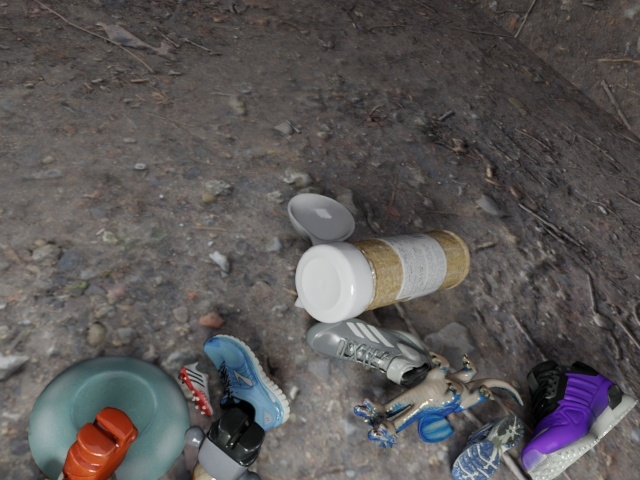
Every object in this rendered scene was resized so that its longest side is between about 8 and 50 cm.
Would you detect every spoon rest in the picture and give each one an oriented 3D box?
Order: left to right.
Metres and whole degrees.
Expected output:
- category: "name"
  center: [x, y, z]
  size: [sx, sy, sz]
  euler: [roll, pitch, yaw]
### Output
- category: "spoon rest"
  center: [0.000, 0.000, 1.031]
  size: [0.137, 0.084, 0.276]
  euler: [15, 42, -11]

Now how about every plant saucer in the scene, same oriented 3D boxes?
- category: "plant saucer"
  center: [-0.261, 0.219, 0.709]
  size: [0.195, 0.037, 0.195]
  euler: [14, 41, -13]

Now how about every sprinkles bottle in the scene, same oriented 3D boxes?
- category: "sprinkles bottle"
  center: [0.121, 0.050, 0.956]
  size: [0.355, 0.121, 0.121]
  euler: [-7, 49, -47]

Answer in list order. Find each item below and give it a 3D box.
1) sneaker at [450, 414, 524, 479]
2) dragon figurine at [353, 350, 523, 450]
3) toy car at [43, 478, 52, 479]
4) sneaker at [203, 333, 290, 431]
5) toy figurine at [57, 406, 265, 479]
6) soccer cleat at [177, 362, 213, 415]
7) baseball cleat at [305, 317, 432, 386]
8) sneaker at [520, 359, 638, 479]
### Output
- category: "sneaker"
  center: [0.245, 0.315, 0.845]
  size: [0.135, 0.058, 0.052]
  euler: [-30, 87, -21]
- category: "dragon figurine"
  center: [0.179, 0.247, 0.852]
  size: [0.289, 0.144, 0.085]
  euler: [13, 36, -42]
- category: "toy car"
  center: [-0.182, 0.340, 0.606]
  size: [0.225, 0.053, 0.239]
  euler: [-14, 54, -36]
- category: "sneaker"
  center: [-0.115, 0.199, 0.782]
  size: [0.073, 0.063, 0.162]
  euler: [-27, 61, -39]
- category: "toy figurine"
  center: [-0.151, 0.279, 0.542]
  size: [0.210, 0.148, 0.213]
  euler: [6, 42, -29]
- category: "soccer cleat"
  center: [-0.166, 0.204, 0.777]
  size: [0.036, 0.029, 0.083]
  euler: [-21, 53, -35]
- category: "baseball cleat"
  center: [0.082, 0.173, 0.881]
  size: [0.206, 0.072, 0.109]
  euler: [8, 23, -18]
- category: "sneaker"
  center: [0.386, 0.276, 0.917]
  size: [0.293, 0.102, 0.146]
  euler: [-10, 49, -41]
